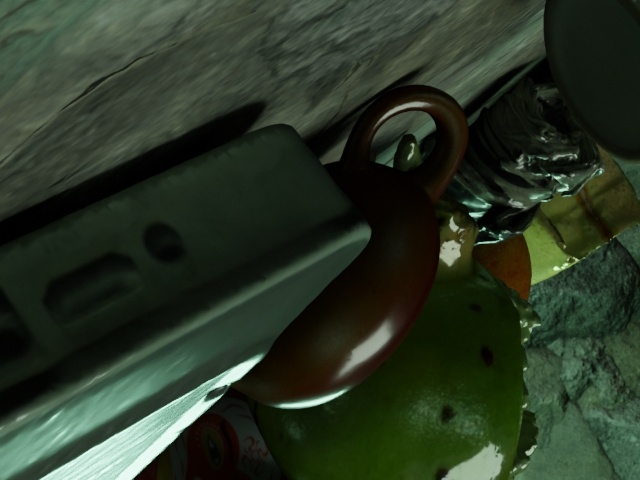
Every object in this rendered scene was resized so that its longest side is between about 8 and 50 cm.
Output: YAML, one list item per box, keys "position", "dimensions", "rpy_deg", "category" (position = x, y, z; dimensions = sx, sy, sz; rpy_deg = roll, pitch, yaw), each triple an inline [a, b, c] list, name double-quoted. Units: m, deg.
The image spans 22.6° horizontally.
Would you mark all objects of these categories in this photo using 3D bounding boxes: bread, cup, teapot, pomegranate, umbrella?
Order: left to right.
- position: [0.000, 0.000, 1.042]
  dimensions: [0.252, 0.135, 0.178]
  rpy_deg: [-53, -152, 3]
  category: "teapot"
- position: [0.062, 0.085, 1.303]
  dimensions: [0.260, 0.341, 0.260]
  rpy_deg: [0, -158, 0]
  category: "pomegranate"
- position: [0.113, -0.026, 1.467]
  dimensions: [0.106, 0.113, 0.357]
  rpy_deg: [-28, 174, -38]
  category: "umbrella"
- position: [0.217, -0.020, 1.842]
  dimensions: [0.163, 0.168, 0.264]
  rpy_deg: [-29, 173, -39]
  category: "bread"
- position: [0.271, -0.177, 0.992]
  dimensions: [0.234, 0.186, 0.258]
  rpy_deg: [-24, 141, -21]
  category: "cup"

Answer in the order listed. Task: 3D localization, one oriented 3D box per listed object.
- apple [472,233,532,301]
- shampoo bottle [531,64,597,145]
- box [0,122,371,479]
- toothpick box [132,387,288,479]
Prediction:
- position: [0.124, 0.038, 1.690]
  dimensions: [0.196, 0.196, 0.196]
  rpy_deg: [-34, 174, -4]
  category: "apple"
- position: [0.236, -0.131, 1.420]
  dimensions: [0.064, 0.102, 0.260]
  rpy_deg: [17, 147, -22]
  category: "shampoo bottle"
- position: [-0.197, 0.115, 0.846]
  dimensions: [0.396, 0.111, 0.396]
  rpy_deg: [-29, 171, -39]
  category: "box"
- position: [-0.136, 0.198, 1.425]
  dimensions: [0.333, 0.204, 0.204]
  rpy_deg: [-28, 171, -43]
  category: "toothpick box"
